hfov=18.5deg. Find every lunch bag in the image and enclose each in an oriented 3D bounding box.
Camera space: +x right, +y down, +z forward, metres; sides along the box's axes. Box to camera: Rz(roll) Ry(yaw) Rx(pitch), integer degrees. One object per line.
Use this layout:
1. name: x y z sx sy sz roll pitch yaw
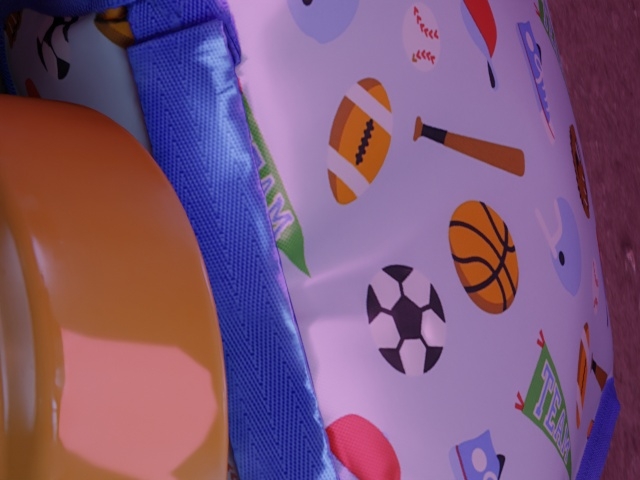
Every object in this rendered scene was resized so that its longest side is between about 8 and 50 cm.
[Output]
1. lunch bag: 0.000 0.000 0.930 0.385 0.239 0.328 -53 129 -72

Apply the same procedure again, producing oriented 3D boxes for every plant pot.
1. plant pot: -0.159 0.053 0.528 0.188 0.205 0.205 6 69 -38
